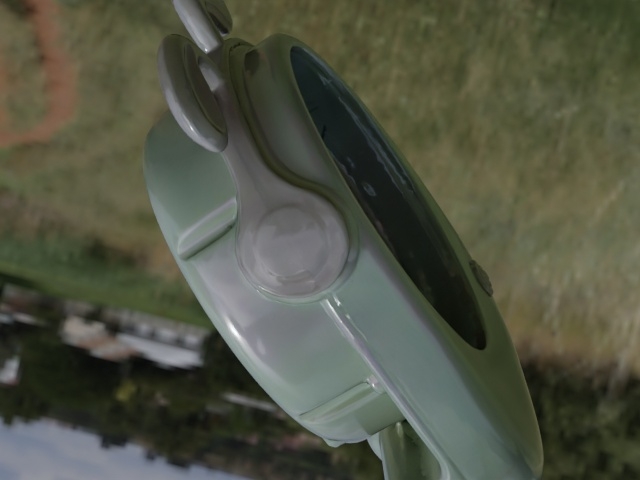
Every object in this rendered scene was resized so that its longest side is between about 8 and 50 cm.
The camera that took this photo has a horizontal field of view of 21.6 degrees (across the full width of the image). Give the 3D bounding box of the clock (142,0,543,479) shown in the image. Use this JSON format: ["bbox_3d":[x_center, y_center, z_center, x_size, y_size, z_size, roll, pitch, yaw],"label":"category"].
[{"bbox_3d":[0.000,0.000,0.564,0.191,0.062,0.151,52,-166,-23],"label":"clock"}]
